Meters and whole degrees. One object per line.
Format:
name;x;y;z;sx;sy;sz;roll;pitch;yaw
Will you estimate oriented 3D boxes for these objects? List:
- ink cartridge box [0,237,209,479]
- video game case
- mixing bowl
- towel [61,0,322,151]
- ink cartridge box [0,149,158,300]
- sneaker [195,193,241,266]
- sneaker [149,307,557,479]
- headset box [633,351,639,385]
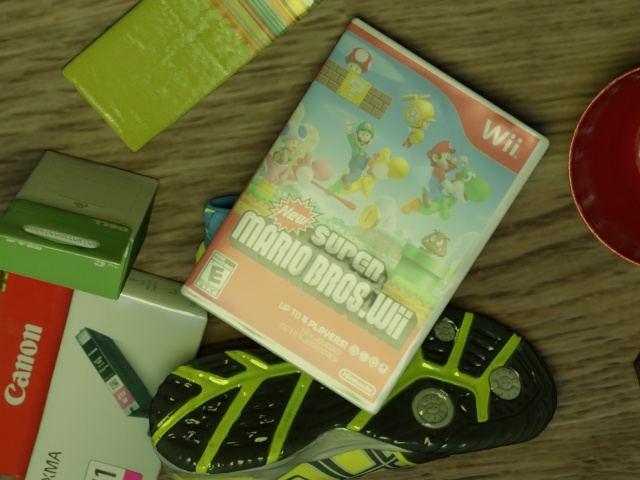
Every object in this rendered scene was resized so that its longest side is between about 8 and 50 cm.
ink cartridge box;-0.255;0.143;1.351;0.239;0.060;0.275;16;114;-6
video game case;0.038;-0.020;1.215;0.204;0.025;0.285;32;92;1
mixing bowl;0.313;-0.071;1.197;0.181;0.098;0.181;6;106;21
towel;-0.110;-0.185;1.223;0.237;0.021;0.102;-37;102;18
ink cartridge box;-0.212;-0.006;1.200;0.109;0.209;0.062;15;111;-4
sneaker;0.000;0.000;1.259;0.240;0.091;0.126;-3;113;5
sneaker;0.031;0.157;1.322;0.385;0.145;0.147;-3;156;-7
headset box;0.439;0.083;1.266;0.218;0.110;0.293;21;113;-6
